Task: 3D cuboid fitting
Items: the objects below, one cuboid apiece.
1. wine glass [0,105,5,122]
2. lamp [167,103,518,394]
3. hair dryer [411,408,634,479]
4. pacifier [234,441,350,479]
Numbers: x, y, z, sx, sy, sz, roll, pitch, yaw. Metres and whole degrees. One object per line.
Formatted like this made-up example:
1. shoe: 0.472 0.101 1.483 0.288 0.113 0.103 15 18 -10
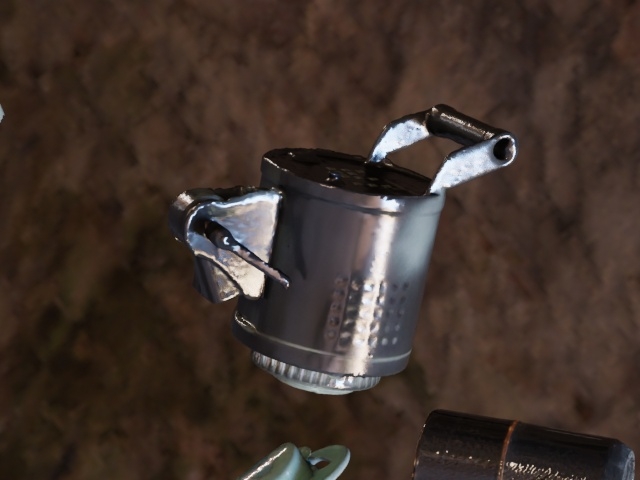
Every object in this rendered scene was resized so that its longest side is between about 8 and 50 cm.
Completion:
1. wine glass: -0.306 -0.171 1.233 0.079 0.079 0.195 -138 -152 -64
2. lamp: 0.026 0.028 1.780 0.205 0.374 0.272 -145 -136 -59
3. hair dryer: 0.146 0.298 1.366 0.189 0.352 0.107 7 -46 19
4. pacifier: -0.028 0.244 1.436 0.116 0.150 0.127 57 -22 -12
